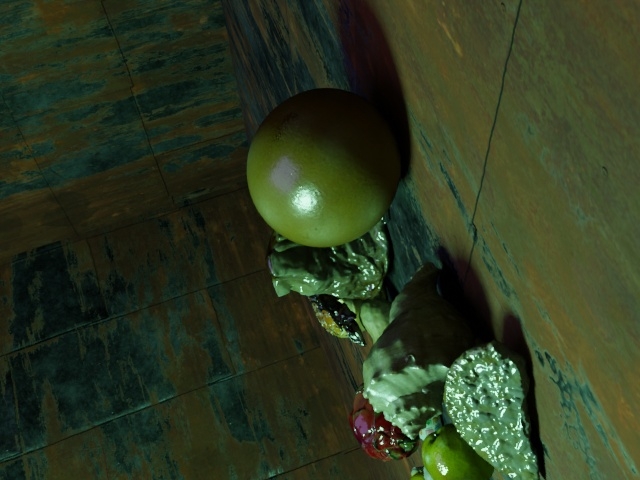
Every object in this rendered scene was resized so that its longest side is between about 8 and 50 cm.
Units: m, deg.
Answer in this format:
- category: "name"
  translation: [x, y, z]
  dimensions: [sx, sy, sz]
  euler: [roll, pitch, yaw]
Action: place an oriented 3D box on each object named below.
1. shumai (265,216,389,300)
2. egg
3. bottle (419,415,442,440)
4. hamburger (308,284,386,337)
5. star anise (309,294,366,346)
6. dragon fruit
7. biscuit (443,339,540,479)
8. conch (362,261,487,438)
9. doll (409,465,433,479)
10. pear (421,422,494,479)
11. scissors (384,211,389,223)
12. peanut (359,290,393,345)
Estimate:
- category: "shumai"
  translation: [-0.003, 0.001, 1.920]
  dimensions: [0.217, 0.283, 0.346]
  euler: [-148, 36, -72]
- category: "egg"
  translation: [0.006, -0.133, 1.561]
  dimensions: [0.351, 0.282, 0.283]
  euler: [111, 140, -75]
- category: "bottle"
  translation: [0.251, 0.423, 1.949]
  dimensions: [0.060, 0.060, 0.217]
  euler: [-126, 19, -65]
- category: "hamburger"
  translation: [0.052, 0.110, 2.175]
  dimensions: [0.300, 0.176, 0.300]
  euler: [163, 90, -81]
- category: "star anise"
  translation: [0.036, 0.163, 1.973]
  dimensions: [0.212, 0.053, 0.157]
  euler: [45, 171, 14]
- category: "dragon fruit"
  translation: [0.166, 0.452, 2.195]
  dimensions: [0.192, 0.193, 0.274]
  euler: [45, -170, -35]
- category: "biscuit"
  translation: [0.262, 0.263, 1.319]
  dimensions: [0.038, 0.141, 0.290]
  euler: [-53, -45, -48]
- category: "conch"
  translation: [0.190, 0.201, 1.468]
  dimensions: [0.186, 0.324, 0.263]
  euler: [22, 148, 13]
- category: "doll"
  translation: [0.287, 0.686, 2.127]
  dimensions: [0.237, 0.111, 0.252]
  euler: [116, 139, -56]
- category: "pear"
  translation: [0.259, 0.417, 1.590]
  dimensions: [0.104, 0.141, 0.141]
  euler: [-89, -13, -58]
- category: "scissors"
  translation: [0.119, -0.131, 1.754]
  dimensions: [0.088, 0.017, 0.220]
  euler: [-123, 16, -59]
- category: "peanut"
  translation: [0.160, 0.227, 1.948]
  dimensions: [0.101, 0.117, 0.263]
  euler: [28, -146, -51]
